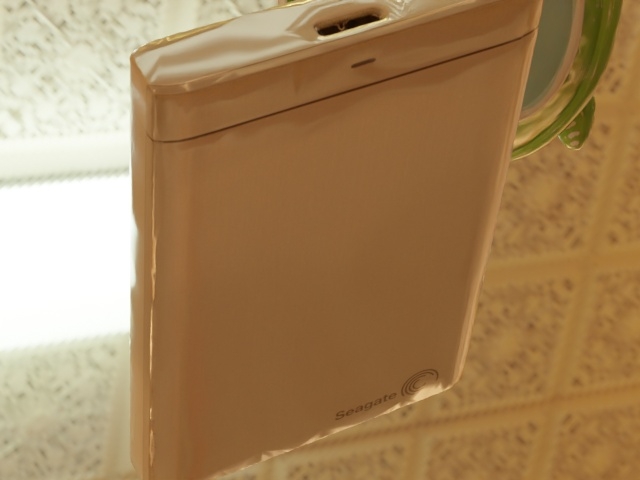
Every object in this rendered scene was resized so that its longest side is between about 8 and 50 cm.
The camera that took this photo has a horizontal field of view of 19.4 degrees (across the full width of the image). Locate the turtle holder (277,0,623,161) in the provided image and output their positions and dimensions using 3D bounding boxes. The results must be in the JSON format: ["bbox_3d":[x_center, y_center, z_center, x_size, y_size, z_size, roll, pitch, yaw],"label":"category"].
[{"bbox_3d":[0.102,-0.206,1.376,0.227,0.243,0.320,-6,-44,-47],"label":"turtle holder"}]

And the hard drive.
[{"bbox_3d":[0.000,0.000,1.103,0.233,0.047,0.353,-19,-37,-21],"label":"hard drive"}]
